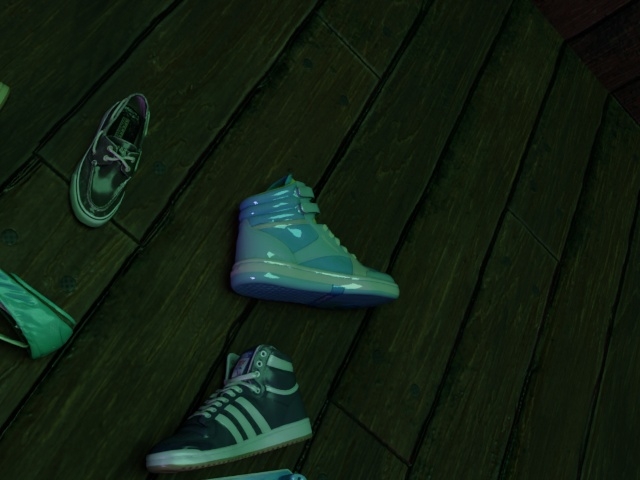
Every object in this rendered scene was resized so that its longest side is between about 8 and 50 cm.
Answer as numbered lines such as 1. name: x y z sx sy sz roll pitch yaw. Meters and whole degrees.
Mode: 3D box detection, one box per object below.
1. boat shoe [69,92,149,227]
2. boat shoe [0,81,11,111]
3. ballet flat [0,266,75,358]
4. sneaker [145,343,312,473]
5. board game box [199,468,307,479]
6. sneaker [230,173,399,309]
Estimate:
1. boat shoe: -0.306 -0.125 1.193 0.077 0.070 0.220 26 57 -28
2. boat shoe: -0.519 -0.105 0.984 0.123 0.123 0.342 44 56 -18
3. ballet flat: -0.423 0.057 1.019 0.247 0.083 0.087 46 64 -12
4. sneaker: -0.135 0.234 1.159 0.282 0.099 0.153 -2 77 -47
5. board game box: -0.156 0.516 1.058 0.389 0.050 0.390 5 69 -38
6. sneaker: 0.000 0.000 1.353 0.318 0.127 0.208 13 65 -36
